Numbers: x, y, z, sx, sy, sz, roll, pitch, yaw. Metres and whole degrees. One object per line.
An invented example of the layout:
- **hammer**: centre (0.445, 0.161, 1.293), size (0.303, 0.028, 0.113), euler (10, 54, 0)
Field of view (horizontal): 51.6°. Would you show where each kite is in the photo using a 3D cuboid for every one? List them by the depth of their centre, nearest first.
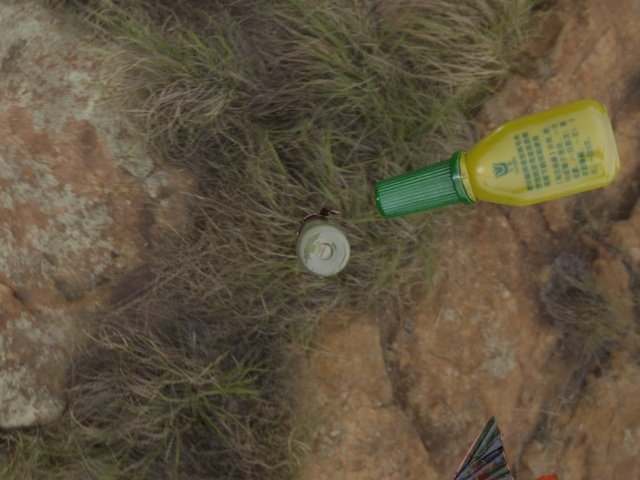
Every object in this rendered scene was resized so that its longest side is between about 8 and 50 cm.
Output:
- **kite**: centre (0.230, 0.352, 0.868), size (0.183, 0.241, 0.014), euler (-29, 130, 17)

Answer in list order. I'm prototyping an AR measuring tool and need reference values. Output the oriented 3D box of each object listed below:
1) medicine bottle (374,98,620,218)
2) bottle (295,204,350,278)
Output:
- **medicine bottle**: centre (0.219, -0.090, 0.859), size (0.308, 0.076, 0.111), euler (-14, 89, 18)
- **bottle**: centre (0.001, -0.001, 0.609), size (0.047, 0.101, 0.063), euler (40, 96, -10)
